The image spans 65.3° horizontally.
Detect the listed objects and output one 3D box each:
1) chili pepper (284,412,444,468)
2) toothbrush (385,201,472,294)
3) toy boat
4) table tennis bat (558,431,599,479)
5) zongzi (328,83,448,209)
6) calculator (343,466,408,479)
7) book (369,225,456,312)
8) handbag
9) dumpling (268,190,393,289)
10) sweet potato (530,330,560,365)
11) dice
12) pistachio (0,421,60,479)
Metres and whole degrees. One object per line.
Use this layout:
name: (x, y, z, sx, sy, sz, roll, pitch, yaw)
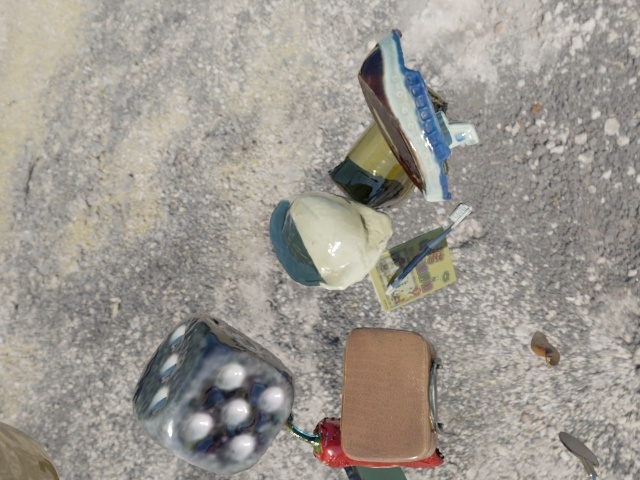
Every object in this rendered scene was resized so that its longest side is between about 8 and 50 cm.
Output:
chili pepper: (0.101, 0.452, 1.107, 0.110, 0.388, 0.110, -169, 90, -77)
toothbrush: (0.217, 0.026, 1.054, 0.026, 0.024, 0.288, 35, 126, -1)
toy boat: (0.152, -0.187, 0.744, 0.115, 0.114, 0.261, -31, 96, -3)
table tennis bat: (0.596, 0.490, 1.139, 0.095, 0.158, 0.014, 31, 105, 3)
zongzi: (0.193, -0.187, 1.095, 0.145, 0.300, 0.273, 49, 113, 25)
calculator: (0.207, 0.834, 1.717, 0.058, 0.249, 0.274, -56, 42, 22)
book: (0.211, 0.069, 1.153, 0.193, 0.167, 0.013, -24, 34, -2)
handbag: (0.108, 0.232, 0.752, 0.151, 0.072, 0.193, -2, 69, 25)
dumpling: (0.000, 0.000, 0.934, 0.252, 0.131, 0.179, 15, 82, 22)
sweet potato: (0.645, 0.311, 1.450, 0.055, 0.202, 0.058, 43, 106, -5)
dice: (-0.162, 0.230, 0.770, 0.183, 0.181, 0.182, -56, 28, -11)
pistachio: (-0.496, 0.388, 0.646, 0.446, 0.282, 0.365, -19, 97, 62)
